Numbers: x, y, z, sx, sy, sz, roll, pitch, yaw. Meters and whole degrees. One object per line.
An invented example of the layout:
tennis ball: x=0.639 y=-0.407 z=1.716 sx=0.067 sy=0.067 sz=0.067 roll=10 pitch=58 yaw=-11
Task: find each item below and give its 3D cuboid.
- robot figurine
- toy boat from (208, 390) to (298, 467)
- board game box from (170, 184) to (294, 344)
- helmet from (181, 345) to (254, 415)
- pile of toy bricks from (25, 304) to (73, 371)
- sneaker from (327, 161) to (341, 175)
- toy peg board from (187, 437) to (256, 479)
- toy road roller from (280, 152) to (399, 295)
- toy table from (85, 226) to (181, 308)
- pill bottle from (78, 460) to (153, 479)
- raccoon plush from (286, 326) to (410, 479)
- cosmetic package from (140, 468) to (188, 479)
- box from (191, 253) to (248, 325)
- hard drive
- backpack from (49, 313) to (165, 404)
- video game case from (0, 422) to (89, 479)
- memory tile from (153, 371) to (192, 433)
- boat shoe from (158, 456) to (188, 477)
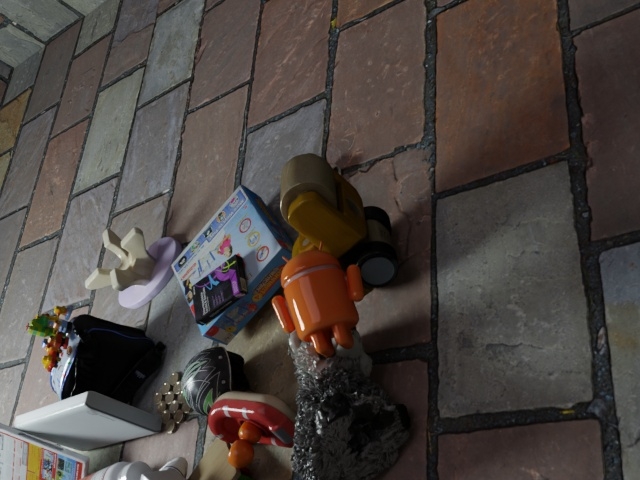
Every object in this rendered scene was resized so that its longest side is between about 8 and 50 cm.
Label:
robot figurine: x=-0.001 y=0.112 z=1.417 sx=0.158 sy=0.128 sz=0.219 roll=-42 pitch=60 yaw=44
toy boat: x=-0.157 y=0.426 z=1.593 sx=0.231 sy=0.151 sz=0.151 roll=-7 pitch=43 yaw=42
board game box: x=-0.226 y=0.058 z=1.895 sx=0.308 sy=0.086 sz=0.302 roll=-47 pitch=43 yaw=11
helmet: x=-0.252 y=0.338 z=1.742 sx=0.169 sy=0.161 sz=0.169 roll=-22 pitch=53 yaw=33
pile of toy bricks: x=-0.723 y=0.236 z=1.919 sx=0.118 sy=0.105 sz=0.212 roll=-59 pitch=27 yaw=24
sneaker: x=0.008 y=-0.140 z=1.856 sx=0.070 sy=0.051 sz=0.134 roll=10 pitch=70 yaw=52
toy peg board: x=-0.224 y=0.558 z=1.667 sx=0.161 sy=0.079 sz=0.160 roll=-55 pitch=27 yaw=5
toy road roller: x=0.000 y=0.000 z=1.575 sx=0.240 sy=0.329 sz=0.202 roll=-38 pitch=27 yaw=21
toy table: x=-0.571 y=0.075 z=2.203 sx=0.274 sy=0.161 sz=0.252 roll=-52 pitch=42 yaw=9
pill bottle: x=-0.529 y=0.639 z=1.862 sx=0.216 sy=0.121 sz=0.121 roll=-28 pitch=50 yaw=29
raccoon plush: x=-0.026 y=0.377 z=1.488 sx=0.446 sy=0.216 sz=0.299 roll=-53 pitch=34 yaw=7
cosmetic package: x=-0.304 y=0.722 z=1.541 sx=0.284 sy=0.097 sz=0.377 roll=13 pitch=94 yaw=44
box: x=-0.251 y=0.122 z=1.793 sx=0.162 sy=0.029 sz=0.116 roll=-37 pitch=46 yaw=23
hard drive: x=-0.626 y=0.491 z=1.946 sx=0.353 sy=0.233 sz=0.047 roll=-23 pitch=47 yaw=36
backpack: x=-0.624 y=0.350 z=2.030 sx=0.213 sy=0.276 sz=0.263 roll=23 pitch=90 yaw=53
video game case: x=-0.769 y=0.626 z=1.980 sx=0.285 sy=0.025 sz=0.204 roll=18 pitch=113 yaw=10
memory tile: x=-0.392 y=0.431 z=1.933 sx=0.113 sy=0.012 sz=0.148 roll=-51 pitch=43 yaw=9
boat shoe: x=-0.388 y=0.629 z=1.765 sx=0.258 sy=0.095 sz=0.084 roll=-53 pitch=-1 yaw=25
